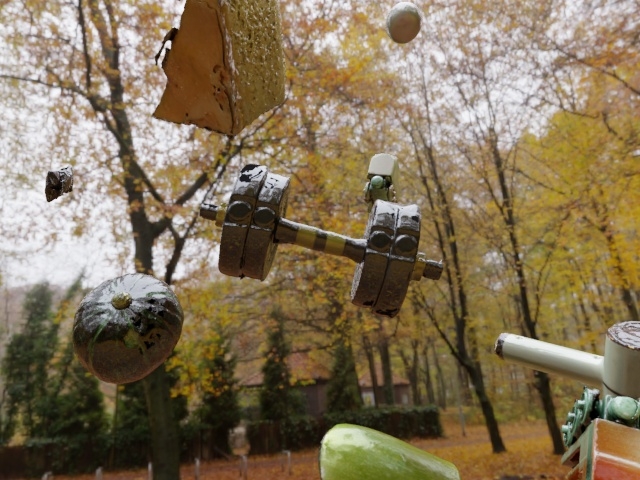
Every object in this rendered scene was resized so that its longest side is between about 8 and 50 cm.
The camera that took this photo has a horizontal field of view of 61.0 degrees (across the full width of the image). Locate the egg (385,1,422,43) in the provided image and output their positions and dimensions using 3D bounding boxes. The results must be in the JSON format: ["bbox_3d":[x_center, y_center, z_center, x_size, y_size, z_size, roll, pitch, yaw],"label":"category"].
[{"bbox_3d":[0.236,-0.617,1.542,0.103,0.103,0.135,-4,-6,-1],"label":"egg"}]

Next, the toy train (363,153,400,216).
[{"bbox_3d":[0.158,-0.117,1.328,0.080,0.125,0.194,9,-24,18],"label":"toy train"}]

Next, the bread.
[{"bbox_3d":[-0.219,-0.381,1.055,0.278,0.316,0.248,9,35,32],"label":"bread"}]

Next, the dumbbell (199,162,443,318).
[{"bbox_3d":[0.000,0.000,0.846,0.387,0.185,0.185,14,-19,0],"label":"dumbbell"}]

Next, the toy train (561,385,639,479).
[{"bbox_3d":[0.308,0.237,0.599,0.074,0.118,0.176,12,-33,17],"label":"toy train"}]

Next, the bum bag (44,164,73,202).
[{"bbox_3d":[-0.469,-0.104,0.978,0.034,0.058,0.124,7,11,-12],"label":"bum bag"}]

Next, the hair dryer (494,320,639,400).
[{"bbox_3d":[0.492,0.244,1.053,0.361,0.203,0.128,9,20,44],"label":"hair dryer"}]

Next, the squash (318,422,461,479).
[{"bbox_3d":[0.116,0.518,1.126,0.308,0.234,0.210,21,-47,-6],"label":"squash"}]

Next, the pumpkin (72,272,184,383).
[{"bbox_3d":[-0.537,0.231,1.517,0.314,0.316,0.239,-4,-39,-1],"label":"pumpkin"}]
